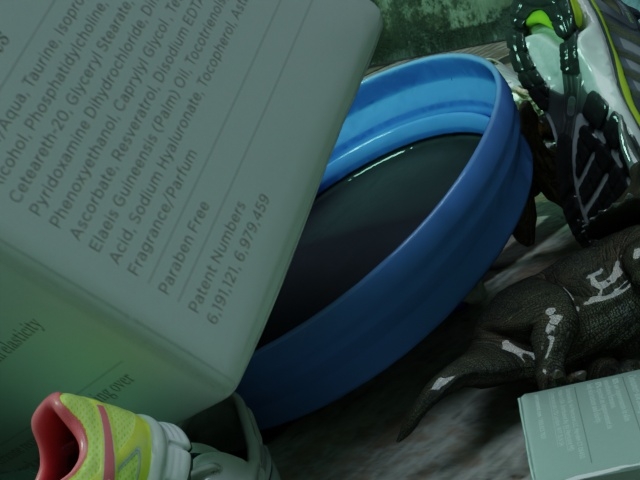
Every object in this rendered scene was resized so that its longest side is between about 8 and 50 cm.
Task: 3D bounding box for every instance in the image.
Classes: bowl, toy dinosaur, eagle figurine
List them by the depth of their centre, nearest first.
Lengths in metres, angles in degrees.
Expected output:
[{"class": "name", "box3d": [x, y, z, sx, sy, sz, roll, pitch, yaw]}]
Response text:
[{"class": "toy dinosaur", "box3d": [0.181, 0.052, 0.855, 0.313, 0.121, 0.160, -41, 20, -8]}, {"class": "bowl", "box3d": [0.000, 0.000, 1.032, 0.391, 0.077, 0.391, -32, 23, 16]}, {"class": "eagle figurine", "box3d": [0.236, -0.130, 1.238, 0.226, 0.225, 0.298, -20, 16, 35]}]

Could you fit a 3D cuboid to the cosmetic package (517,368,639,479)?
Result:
[{"class": "cosmetic package", "box3d": [0.211, 0.109, 0.517, 0.238, 0.127, 0.107, -13, 14, 7]}]

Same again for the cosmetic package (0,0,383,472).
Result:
[{"class": "cosmetic package", "box3d": [-0.234, -0.082, 0.845, 0.329, 0.393, 0.327, -32, 30, 51]}]

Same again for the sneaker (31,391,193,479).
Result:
[{"class": "sneaker", "box3d": [-0.135, 0.166, 0.621, 0.081, 0.094, 0.209, -29, 36, 36]}]

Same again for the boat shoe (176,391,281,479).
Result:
[{"class": "boat shoe", "box3d": [-0.076, 0.160, 0.732, 0.095, 0.084, 0.258, -15, 13, 2]}]

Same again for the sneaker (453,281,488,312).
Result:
[{"class": "sneaker", "box3d": [0.048, 0.021, 1.156, 0.146, 0.102, 0.293, -31, 19, 0]}]

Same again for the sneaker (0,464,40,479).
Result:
[{"class": "sneaker", "box3d": [-0.212, 0.205, 0.694, 0.146, 0.105, 0.296, -13, 8, 19]}]

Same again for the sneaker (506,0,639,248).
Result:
[{"class": "sneaker", "box3d": [0.257, -0.095, 1.038, 0.121, 0.300, 0.111, -1, -27, -25]}]
